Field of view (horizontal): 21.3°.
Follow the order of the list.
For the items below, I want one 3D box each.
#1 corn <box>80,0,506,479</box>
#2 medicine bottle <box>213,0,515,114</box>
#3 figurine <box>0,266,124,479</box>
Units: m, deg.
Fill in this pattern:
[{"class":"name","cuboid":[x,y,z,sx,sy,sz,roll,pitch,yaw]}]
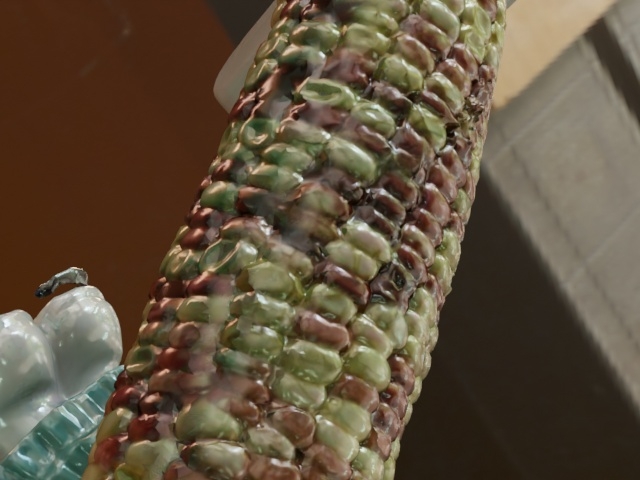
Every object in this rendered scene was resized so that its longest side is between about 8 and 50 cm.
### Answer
[{"class":"corn","cuboid":[0.000,0.000,0.513,0.086,0.086,0.253,31,64,-27]},{"class":"medicine bottle","cuboid":[0.054,-0.155,1.022,0.111,0.296,0.161,49,56,1]},{"class":"figurine","cuboid":[-0.043,0.123,0.585,0.245,0.110,0.138,45,36,17]}]
